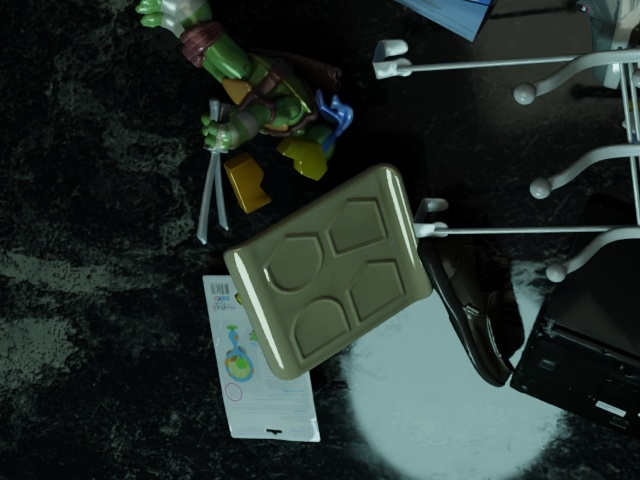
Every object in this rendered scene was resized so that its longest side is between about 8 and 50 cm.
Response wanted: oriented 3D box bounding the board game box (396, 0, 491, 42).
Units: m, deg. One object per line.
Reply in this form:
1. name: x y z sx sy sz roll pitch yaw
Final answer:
1. board game box: 0.057 -0.316 1.141 0.281 0.027 0.145 29 166 5

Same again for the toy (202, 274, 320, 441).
1. toy: -0.071 0.151 1.456 0.136 0.056 0.237 -2 109 25

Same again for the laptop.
1. laptop: 0.381 0.110 1.290 0.234 0.137 0.264 22 146 10

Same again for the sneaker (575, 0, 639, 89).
1. sneaker: 0.242 -0.298 1.075 0.178 0.124 0.296 7 118 18

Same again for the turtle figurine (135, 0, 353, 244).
1. turtle figurine: -0.130 -0.153 1.247 0.274 0.198 0.266 -36 94 28

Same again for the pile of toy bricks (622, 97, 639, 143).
1. pile of toy bricks: 0.430 -0.098 1.130 0.212 0.118 0.105 40 95 17

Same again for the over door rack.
1. over door rack: 0.208 -0.083 1.142 0.324 0.108 0.240 8 130 34

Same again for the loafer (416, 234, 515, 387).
1. loafer: 0.194 0.083 1.307 0.078 0.080 0.220 -27 114 4

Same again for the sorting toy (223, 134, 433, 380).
1. sorting toy: 0.000 0.000 1.261 0.229 0.041 0.307 -29 126 -13
